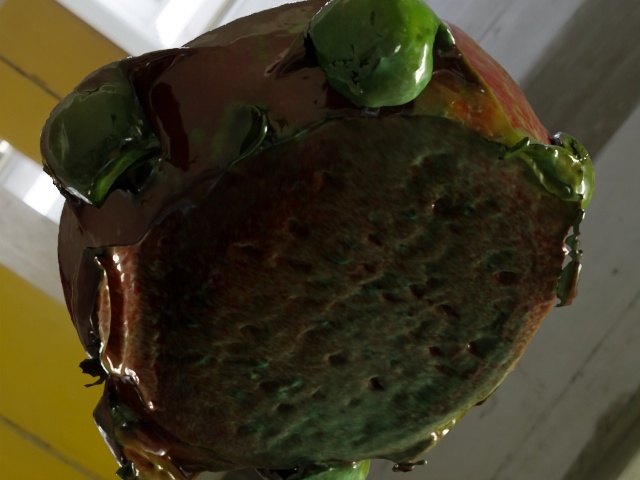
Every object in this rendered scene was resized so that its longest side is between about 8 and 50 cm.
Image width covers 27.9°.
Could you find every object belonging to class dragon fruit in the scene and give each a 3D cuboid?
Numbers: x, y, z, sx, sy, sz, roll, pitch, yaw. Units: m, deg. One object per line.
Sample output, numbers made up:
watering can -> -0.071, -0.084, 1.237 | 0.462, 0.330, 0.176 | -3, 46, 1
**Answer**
dragon fruit -> 0.000, 0.000, 0.604 | 0.130, 0.269, 0.295 | -99, -158, -51
